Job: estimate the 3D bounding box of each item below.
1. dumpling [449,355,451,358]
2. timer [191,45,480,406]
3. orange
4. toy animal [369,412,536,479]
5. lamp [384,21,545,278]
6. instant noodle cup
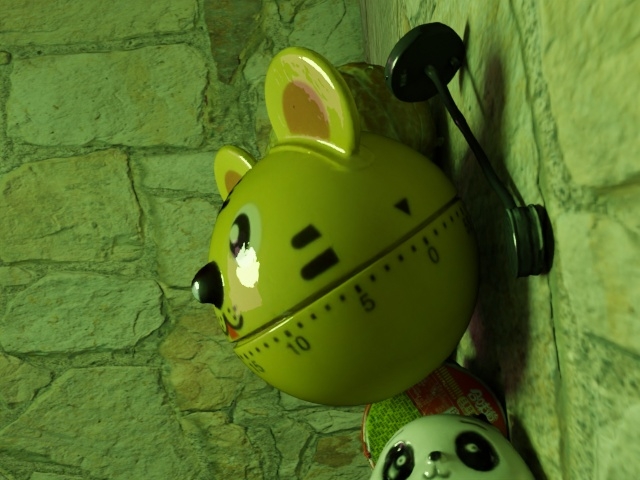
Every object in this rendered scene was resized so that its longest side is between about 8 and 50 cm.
[{"bbox_3d":[0.160,0.168,1.065,0.293,0.163,0.205,60,-150,-50],"label":"dumpling"},{"bbox_3d":[0.000,0.000,0.705,0.387,0.376,0.376,56,-177,-1],"label":"timer"},{"bbox_3d":[0.060,-0.139,0.973,0.249,0.329,0.330,31,145,34],"label":"orange"},{"bbox_3d":[0.146,0.309,0.610,0.165,0.187,0.235,55,-152,-59],"label":"toy animal"},{"bbox_3d":[0.145,-0.104,0.637,0.130,0.108,0.372,73,-170,-56],"label":"lamp"},{"bbox_3d":[0.160,0.248,0.818,0.212,0.192,0.193,2,-97,-80],"label":"instant noodle cup"}]
